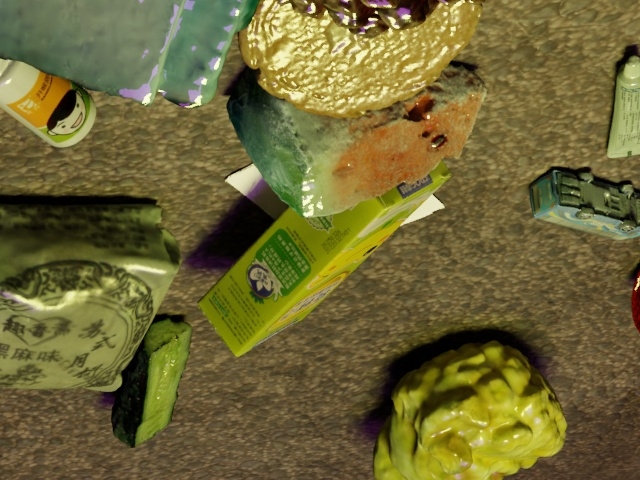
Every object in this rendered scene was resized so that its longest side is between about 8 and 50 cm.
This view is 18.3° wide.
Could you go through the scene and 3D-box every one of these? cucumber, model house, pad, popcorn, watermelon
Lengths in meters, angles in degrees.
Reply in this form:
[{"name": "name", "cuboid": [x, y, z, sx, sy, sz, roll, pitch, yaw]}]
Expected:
[{"name": "cucumber", "cuboid": [-0.204, 0.156, 2.317, 0.078, 0.062, 0.211, -36, 157, -32]}, {"name": "model house", "cuboid": [-0.145, -0.303, 1.406, 0.295, 0.251, 0.329, 20, 121, -6]}, {"name": "pad", "cuboid": [0.019, -0.050, 2.088, 0.156, 0.004, 0.232, -23, 149, 19]}, {"name": "popcorn", "cuboid": [0.196, 0.235, 2.491, 0.225, 0.173, 0.286, -9, 152, -20]}, {"name": "watermelon", "cuboid": [0.051, -0.113, 1.885, 0.241, 0.154, 0.094, -11, 154, -30]}]

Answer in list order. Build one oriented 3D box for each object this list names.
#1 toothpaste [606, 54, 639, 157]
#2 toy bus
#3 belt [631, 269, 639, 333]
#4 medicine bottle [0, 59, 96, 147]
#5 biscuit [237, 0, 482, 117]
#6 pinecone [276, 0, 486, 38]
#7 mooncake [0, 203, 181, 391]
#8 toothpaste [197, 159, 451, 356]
[{"name": "toothpaste", "cuboid": [0.318, -0.135, 2.034, 0.048, 0.029, 0.197, -11, 154, 2]}, {"name": "toy bus", "cuboid": [0.298, -0.038, 2.176, 0.153, 0.051, 0.061, 14, 154, -39]}, {"name": "belt", "cuboid": [0.466, 0.051, 2.312, 0.124, 0.128, 0.201, 4, 151, -28]}, {"name": "medicine bottle", "cuboid": [-0.267, -0.162, 1.737, 0.092, 0.061, 0.221, -44, 145, 5]}, {"name": "biscuit", "cuboid": [0.035, -0.199, 1.757, 0.226, 0.042, 0.226, -11, 136, -11]}, {"name": "pinecone", "cuboid": [0.044, -0.248, 1.570, 0.179, 0.184, 0.204, 24, 139, -29]}, {"name": "mooncake", "cuboid": [-0.287, 0.070, 2.050, 0.254, 0.136, 0.250, 1, 144, -23]}, {"name": "toothpaste", "cuboid": [0.000, 0.000, 2.039, 0.110, 0.077, 0.327, -30, 169, -44]}]
